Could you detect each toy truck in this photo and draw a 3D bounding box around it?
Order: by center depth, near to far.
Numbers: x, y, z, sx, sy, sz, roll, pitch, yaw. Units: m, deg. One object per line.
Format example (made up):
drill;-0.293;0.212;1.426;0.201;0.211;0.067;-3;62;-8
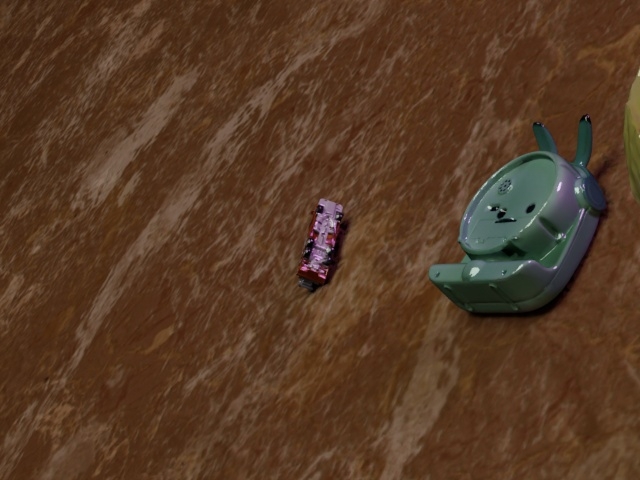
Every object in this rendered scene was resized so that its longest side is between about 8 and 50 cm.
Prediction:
toy truck;0.000;0.000;1.413;0.032;0.024;0.083;114;172;-50

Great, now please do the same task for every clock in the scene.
clock;0.132;-0.016;1.197;0.101;0.041;0.135;-6;48;56

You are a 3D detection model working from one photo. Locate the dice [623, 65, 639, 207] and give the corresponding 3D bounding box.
dice;0.261;-0.055;0.888;0.166;0.169;0.169;-5;49;57
